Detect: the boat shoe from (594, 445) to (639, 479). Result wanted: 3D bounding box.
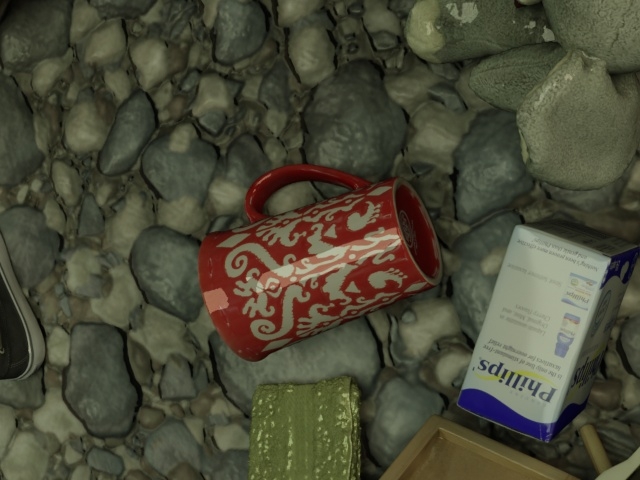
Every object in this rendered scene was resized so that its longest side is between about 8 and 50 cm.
[{"bbox_3d":[0.244,0.156,0.767,0.228,0.081,0.069,-39,65,-17],"label":"boat shoe"}]

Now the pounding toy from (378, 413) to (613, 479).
[{"bbox_3d":[0.153,0.220,0.843,0.206,0.181,0.094,22,134,28],"label":"pounding toy"}]

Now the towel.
[{"bbox_3d":[-0.013,0.190,0.955,0.110,0.027,0.148,-8,74,28],"label":"towel"}]

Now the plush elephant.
[{"bbox_3d":[0.180,-0.184,0.723,0.330,0.255,0.272,37,110,22],"label":"plush elephant"}]

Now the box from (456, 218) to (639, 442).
[{"bbox_3d":[0.167,0.060,0.822,0.072,0.126,0.137,21,102,22],"label":"box"}]

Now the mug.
[{"bbox_3d":[-0.003,0.003,0.914,0.169,0.113,0.150,-20,85,22],"label":"mug"}]

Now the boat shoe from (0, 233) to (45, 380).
[{"bbox_3d":[-0.349,0.037,1.101,0.080,0.076,0.228,-32,78,23],"label":"boat shoe"}]
